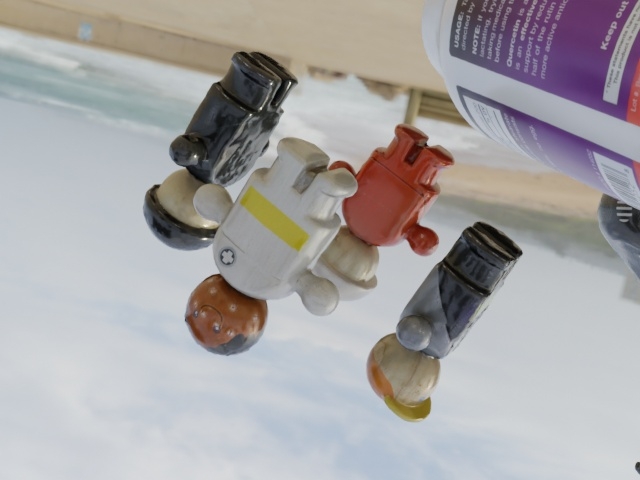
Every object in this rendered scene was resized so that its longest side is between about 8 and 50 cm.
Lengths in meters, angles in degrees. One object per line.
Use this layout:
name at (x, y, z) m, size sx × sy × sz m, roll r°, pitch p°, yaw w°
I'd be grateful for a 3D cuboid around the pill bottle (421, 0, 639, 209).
pill bottle at (0.203, -0.128, 0.637) m, size 0.181 × 0.182 × 0.323 m, roll 10°, pitch -163°, yaw -30°

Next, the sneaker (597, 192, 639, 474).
sneaker at (0.348, 0.149, 0.748) m, size 0.483 × 0.202 × 0.185 m, roll 57°, pitch 171°, yaw -16°

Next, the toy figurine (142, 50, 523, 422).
toy figurine at (0.000, 0.000, 0.616) m, size 0.213 × 0.148 × 0.209 m, roll 21°, pitch -155°, yaw -30°
